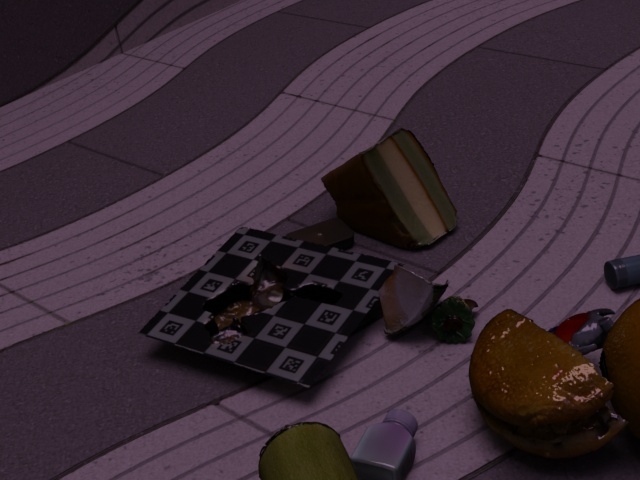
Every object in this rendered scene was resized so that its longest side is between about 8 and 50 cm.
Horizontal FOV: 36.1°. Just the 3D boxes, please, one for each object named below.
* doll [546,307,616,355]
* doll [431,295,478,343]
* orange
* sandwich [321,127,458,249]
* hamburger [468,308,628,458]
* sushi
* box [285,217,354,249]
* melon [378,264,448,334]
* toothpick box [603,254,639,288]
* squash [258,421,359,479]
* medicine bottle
[{"bbox_3d":[0.387,0.153,1.533,0.104,0.062,0.194,-16,-7,-42],"label":"doll"},{"bbox_3d":[0.227,0.114,1.686,0.078,0.077,0.113,-10,29,14],"label":"doll"},{"bbox_3d":[0.503,0.181,1.376,0.236,0.236,0.236,-6,31,4],"label":"orange"},{"bbox_3d":[0.136,-0.082,2.009,0.155,0.227,0.198,-33,3,-32],"label":"sandwich"},{"bbox_3d":[0.303,0.221,1.430,0.156,0.144,0.283,-41,29,-7],"label":"hamburger"},{"bbox_3d":[-0.081,0.126,1.754,0.359,0.064,0.343,12,41,28],"label":"sushi"},{"bbox_3d":[0.000,0.000,1.971,0.126,0.031,0.091,-20,33,-19],"label":"box"},{"bbox_3d":[0.149,0.102,1.697,0.093,0.139,0.202,35,0,8],"label":"melon"},{"bbox_3d":[0.550,0.053,1.734,0.083,0.052,0.052,-11,31,-8],"label":"toothpick box"},{"bbox_3d":[0.004,0.363,1.285,0.132,0.133,0.247,-14,34,-10],"label":"squash"},{"bbox_3d":[0.098,0.302,1.427,0.074,0.055,0.118,6,35,24],"label":"medicine bottle"}]
